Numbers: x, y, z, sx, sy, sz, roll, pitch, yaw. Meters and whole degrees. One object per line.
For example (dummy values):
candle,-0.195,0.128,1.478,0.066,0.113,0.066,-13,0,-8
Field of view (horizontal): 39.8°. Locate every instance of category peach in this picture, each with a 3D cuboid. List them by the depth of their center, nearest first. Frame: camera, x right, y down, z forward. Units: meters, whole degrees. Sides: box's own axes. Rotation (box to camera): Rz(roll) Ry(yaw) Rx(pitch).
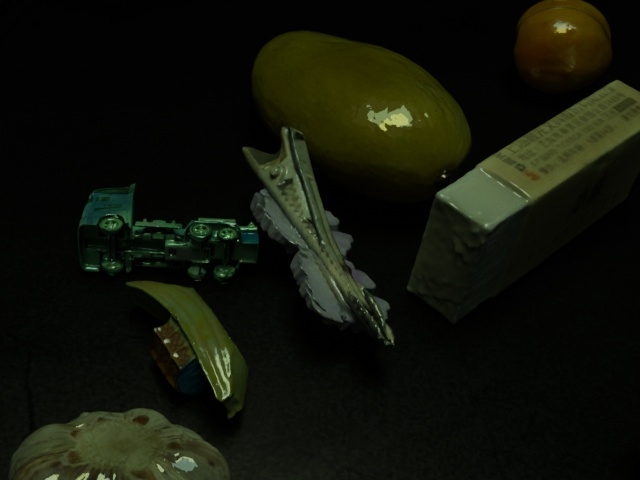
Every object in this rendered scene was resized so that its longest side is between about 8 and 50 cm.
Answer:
peach,0.333,-0.266,1.214,0.138,0.138,0.138,5,42,-5

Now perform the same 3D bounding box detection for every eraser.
eraser,0.238,-0.050,0.946,0.343,0.144,0.078,-31,57,-35

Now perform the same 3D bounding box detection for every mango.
mango,0.031,-0.151,1.031,0.332,0.142,0.195,32,42,33

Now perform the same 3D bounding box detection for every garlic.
garlic,-0.151,0.188,0.646,0.159,0.102,0.147,-4,29,-31

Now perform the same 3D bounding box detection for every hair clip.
hair clip,0.000,0.000,0.880,0.106,0.084,0.292,21,32,-46

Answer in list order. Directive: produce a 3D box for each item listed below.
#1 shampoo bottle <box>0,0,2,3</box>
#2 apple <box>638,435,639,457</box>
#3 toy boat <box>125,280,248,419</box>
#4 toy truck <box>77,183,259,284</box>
shampoo bottle,-0.467,-0.371,1.227,0.065,0.065,0.204,-3,43,-14
apple,0.316,0.178,0.748,0.090,0.089,0.074,-7,20,-17
toy boat,-0.120,0.089,0.789,0.066,0.065,0.172,-34,52,-14
toy truck,-0.150,-0.010,0.886,0.175,0.067,0.081,3,41,-7
